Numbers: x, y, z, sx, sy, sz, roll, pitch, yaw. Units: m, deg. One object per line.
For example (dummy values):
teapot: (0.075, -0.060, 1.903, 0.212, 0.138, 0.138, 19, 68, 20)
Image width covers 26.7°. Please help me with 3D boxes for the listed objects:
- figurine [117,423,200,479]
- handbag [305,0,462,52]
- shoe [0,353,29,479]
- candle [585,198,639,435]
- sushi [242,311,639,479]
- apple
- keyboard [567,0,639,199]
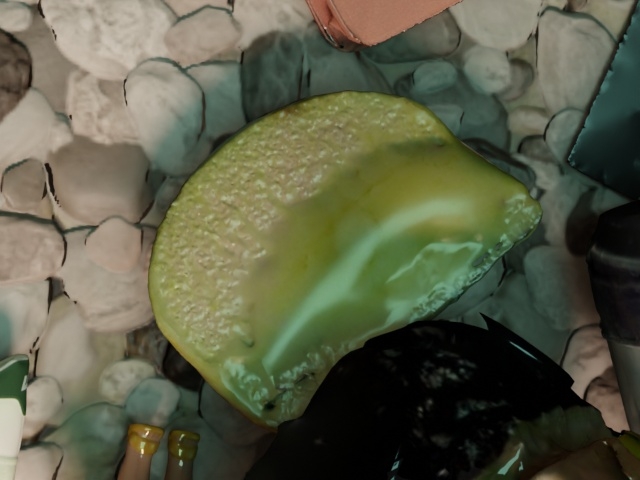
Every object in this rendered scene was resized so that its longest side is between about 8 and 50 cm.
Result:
figurine: (-0.127, 0.255, 0.965, 0.174, 0.116, 0.240, 16, 85, -33)
handbag: (0.073, -0.251, 1.010, 0.212, 0.059, 0.157, -31, 102, -12)
shoe: (-0.325, 0.093, 0.920, 0.265, 0.095, 0.110, 21, 83, -20)
candle: (0.337, 0.117, 1.022, 0.221, 0.221, 0.343, -17, 98, -13)
sushi: (0.111, 0.245, 0.885, 0.328, 0.285, 0.328, -57, 148, -7)
apple: (0.000, 0.000, 0.982, 0.265, 0.120, 0.193, -39, 85, -10)
keyboard: (0.267, -0.135, 1.092, 0.074, 0.015, 0.196, 24, 87, -11)
